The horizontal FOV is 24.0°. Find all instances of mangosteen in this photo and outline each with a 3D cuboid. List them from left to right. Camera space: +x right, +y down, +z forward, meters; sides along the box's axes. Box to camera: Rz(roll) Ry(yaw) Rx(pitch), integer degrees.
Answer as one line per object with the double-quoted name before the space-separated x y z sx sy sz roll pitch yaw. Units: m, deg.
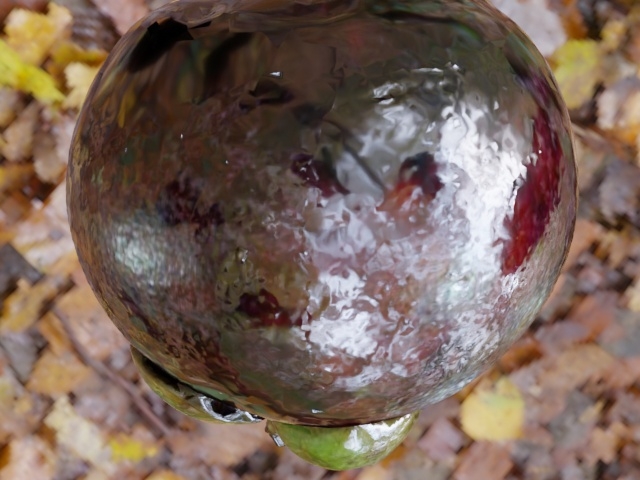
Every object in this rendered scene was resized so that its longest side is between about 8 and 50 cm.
"mangosteen" 0.002 -0.012 0.854 0.300 0.300 0.300 -28 138 -29
